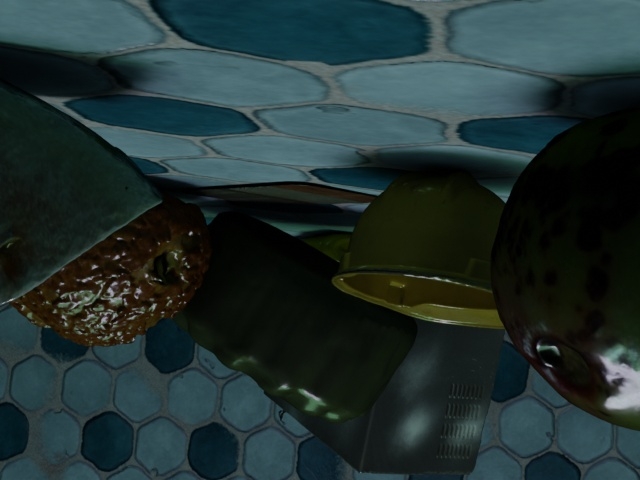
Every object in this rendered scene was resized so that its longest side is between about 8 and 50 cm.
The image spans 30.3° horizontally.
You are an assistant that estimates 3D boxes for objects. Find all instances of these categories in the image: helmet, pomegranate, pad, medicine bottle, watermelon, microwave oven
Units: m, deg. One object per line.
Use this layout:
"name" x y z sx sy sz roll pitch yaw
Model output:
"helmet" 0.128 0.001 1.197 0.205 0.140 0.257 3 169 27
"pomegranate" 0.275 0.009 0.826 0.306 0.242 0.242 -15 -178 -19
"pad" 0.007 -0.022 1.549 0.250 0.055 0.323 -1 155 47
"medicine bottle" -0.007 0.024 2.051 0.095 0.064 0.260 9 173 -24
"watermelon" -0.320 -0.007 0.845 0.387 0.258 0.228 10 172 -14
"microwave oven" 0.102 0.217 2.163 0.236 0.374 0.432 8 -172 -26

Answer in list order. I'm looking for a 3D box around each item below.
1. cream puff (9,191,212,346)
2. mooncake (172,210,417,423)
"cream puff" -0.289 0.029 1.528 0.303 0.212 0.303 5 180 0
"mooncake" -0.047 0.112 1.705 0.356 0.194 0.356 29 -174 -3
